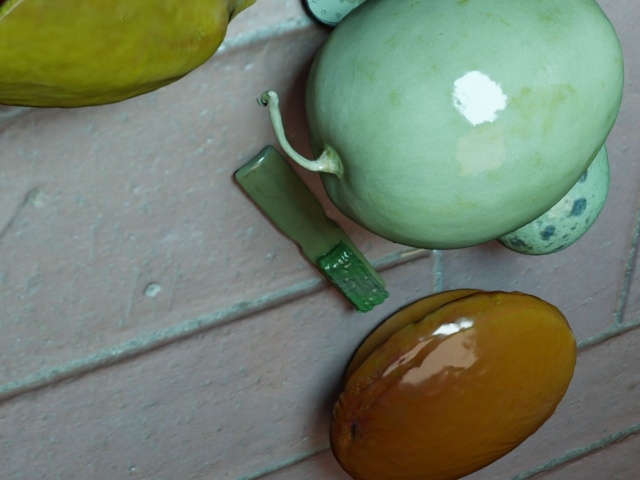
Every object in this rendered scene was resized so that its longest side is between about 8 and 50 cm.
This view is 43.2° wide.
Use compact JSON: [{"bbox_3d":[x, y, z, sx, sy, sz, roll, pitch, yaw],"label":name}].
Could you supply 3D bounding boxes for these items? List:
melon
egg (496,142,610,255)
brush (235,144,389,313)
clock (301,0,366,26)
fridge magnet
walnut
[{"bbox_3d":[0.127,-0.122,0.739,0.308,0.272,0.272,-27,134,6],"label":"melon"},{"bbox_3d":[0.258,-0.068,0.925,0.141,0.141,0.181,4,118,-30],"label":"egg"},{"bbox_3d":[0.000,0.000,0.919,0.054,0.048,0.282,-39,132,2],"label":"brush"},{"bbox_3d":[0.021,-0.240,0.749,0.085,0.017,0.085,-14,131,-16],"label":"clock"},{"bbox_3d":[0.178,0.205,1.100,0.364,0.155,0.363,-14,132,-16],"label":"fridge magnet"},{"bbox_3d":[-0.187,-0.192,0.563,0.336,0.209,0.209,-4,128,-34],"label":"walnut"}]
